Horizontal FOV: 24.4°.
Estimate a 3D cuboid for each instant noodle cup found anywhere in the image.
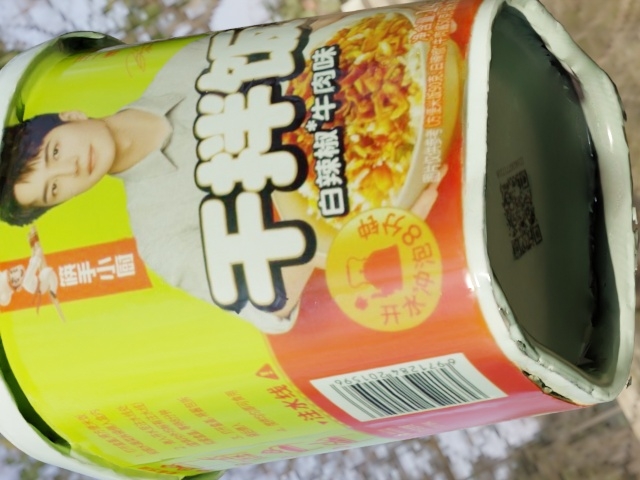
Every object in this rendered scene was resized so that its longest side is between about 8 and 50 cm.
[{"bbox_3d":[0.000,0.000,0.831,0.294,0.307,0.294,21,-114,-56],"label":"instant noodle cup"}]
